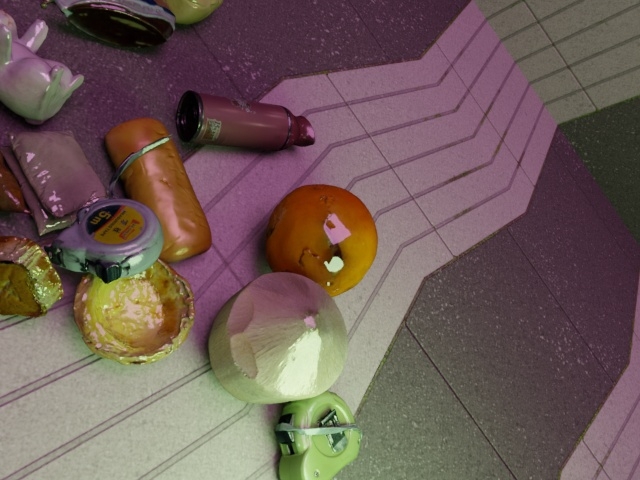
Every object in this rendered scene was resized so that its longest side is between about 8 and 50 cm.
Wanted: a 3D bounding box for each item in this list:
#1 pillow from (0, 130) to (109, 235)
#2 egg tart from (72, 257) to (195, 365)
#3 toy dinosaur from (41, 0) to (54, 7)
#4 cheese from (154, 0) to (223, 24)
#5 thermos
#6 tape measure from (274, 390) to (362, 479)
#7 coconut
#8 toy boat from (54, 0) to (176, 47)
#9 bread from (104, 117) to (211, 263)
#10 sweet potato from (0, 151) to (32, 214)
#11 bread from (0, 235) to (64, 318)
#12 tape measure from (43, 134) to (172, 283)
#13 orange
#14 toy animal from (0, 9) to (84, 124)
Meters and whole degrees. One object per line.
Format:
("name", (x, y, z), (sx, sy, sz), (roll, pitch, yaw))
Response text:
("pillow", (-0.466, -0.113, 1.004), (0.134, 0.078, 0.181), (-24, 82, -47))
("egg tart", (-0.324, 0.120, 0.990), (0.213, 0.090, 0.212), (18, 57, -29))
("toy dinosaur", (-0.555, -0.504, 1.170), (0.120, 0.029, 0.060), (4, 51, -32))
("cheese", (-0.340, -0.623, 1.343), (0.226, 0.117, 0.214), (36, 44, -14))
("thermos", (-0.164, -0.268, 1.319), (0.330, 0.136, 0.109), (-1, 97, -40))
("tape measure", (-0.002, 0.380, 1.108), (0.200, 0.106, 0.175), (-16, 82, -45))
("coconut", (-0.072, 0.178, 1.045), (0.237, 0.266, 0.237), (11, 69, -30))
("toy boat", (-0.427, -0.490, 1.201), (0.262, 0.114, 0.115), (6, 60, -39))
("bread", (-0.314, -0.103, 1.115), (0.142, 0.091, 0.305), (-17, 80, -48))
("sweet potato", (-0.556, -0.122, 0.947), (0.068, 0.068, 0.226), (-21, 72, -43))
("bread", (-0.477, 0.059, 0.872), (0.069, 0.140, 0.127), (-76, 163, -54))
("tape measure", (-0.317, -0.058, 1.002), (0.164, 0.084, 0.330), (26, 46, 2))
("orange", (0.000, 0.000, 1.209), (0.246, 0.246, 0.246), (18, 58, -32))
("toy animal", (-0.562, -0.345, 0.996), (0.282, 0.138, 0.140), (49, 11, -14))
